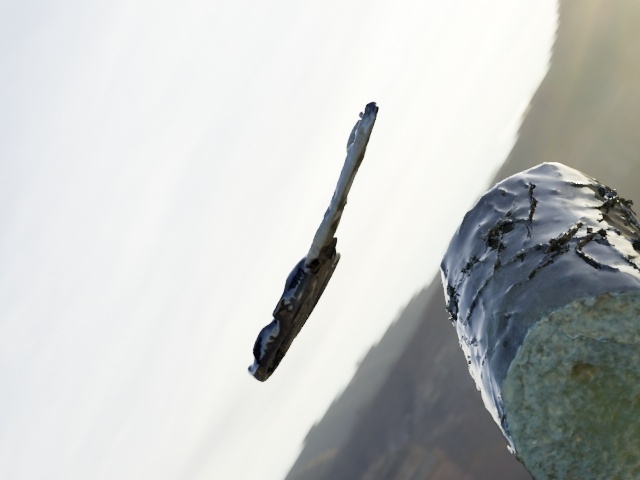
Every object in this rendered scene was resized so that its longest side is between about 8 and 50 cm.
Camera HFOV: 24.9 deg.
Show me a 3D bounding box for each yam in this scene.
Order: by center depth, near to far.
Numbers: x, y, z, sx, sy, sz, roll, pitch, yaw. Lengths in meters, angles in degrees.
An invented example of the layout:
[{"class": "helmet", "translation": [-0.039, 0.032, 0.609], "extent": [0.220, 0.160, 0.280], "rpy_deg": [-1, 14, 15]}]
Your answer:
[{"class": "yam", "translation": [0.203, 0.060, 1.152], "extent": [0.202, 0.201, 0.271], "rpy_deg": [-53, 15, 18]}]

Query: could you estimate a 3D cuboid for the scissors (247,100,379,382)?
[{"class": "scissors", "translation": [0.000, 0.000, 0.957], "extent": [0.109, 0.022, 0.300], "rpy_deg": [-56, -9, -33]}]
